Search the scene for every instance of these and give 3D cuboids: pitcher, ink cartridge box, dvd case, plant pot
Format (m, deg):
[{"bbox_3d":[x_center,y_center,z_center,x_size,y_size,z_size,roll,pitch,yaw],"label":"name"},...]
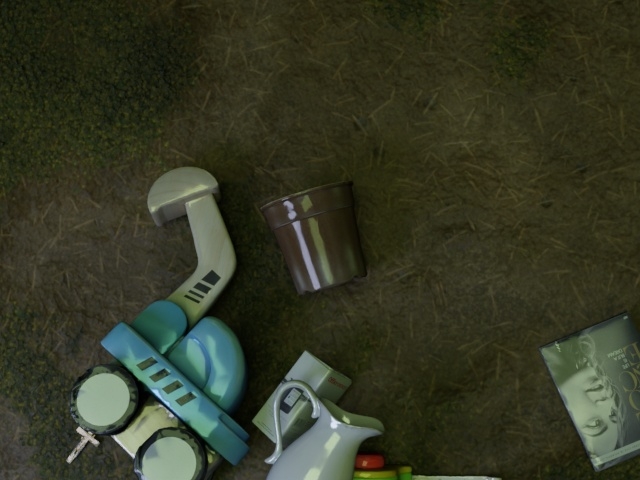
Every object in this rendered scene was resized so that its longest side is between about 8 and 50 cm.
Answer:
[{"bbox_3d":[-0.024,0.336,1.144,0.178,0.125,0.207,30,92,14],"label":"pitcher"},{"bbox_3d":[-0.028,0.269,1.246,0.063,0.109,0.150,35,85,30],"label":"ink cartridge box"},{"bbox_3d":[0.490,0.252,1.246,0.165,0.018,0.221,-23,80,2],"label":"dvd case"},{"bbox_3d":[0.000,0.000,1.271,0.167,0.167,0.165,-17,88,3],"label":"plant pot"}]

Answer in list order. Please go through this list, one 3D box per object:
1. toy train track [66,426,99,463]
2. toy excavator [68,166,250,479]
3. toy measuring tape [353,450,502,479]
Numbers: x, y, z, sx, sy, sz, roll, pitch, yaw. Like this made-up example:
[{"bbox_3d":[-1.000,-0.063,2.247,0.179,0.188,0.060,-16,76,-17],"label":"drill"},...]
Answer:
[{"bbox_3d":[-0.425,0.363,1.326,0.048,0.014,0.083,38,93,3],"label":"toy train track"},{"bbox_3d":[-0.226,0.150,1.264,0.433,0.222,0.445,41,73,10],"label":"toy excavator"},{"bbox_3d":[0.134,0.406,1.211,0.330,0.121,0.121,1,81,6],"label":"toy measuring tape"}]
